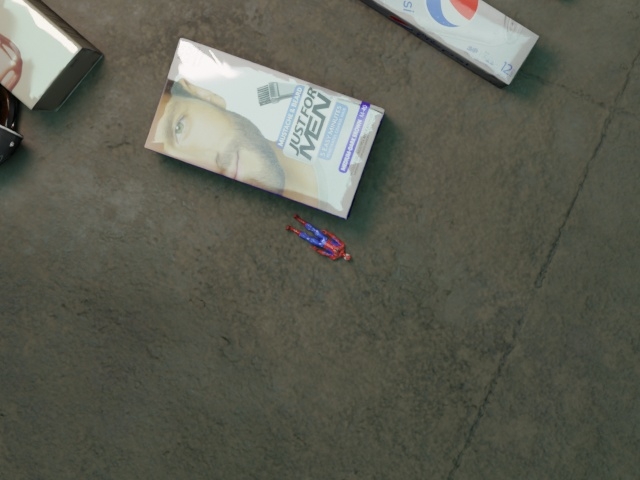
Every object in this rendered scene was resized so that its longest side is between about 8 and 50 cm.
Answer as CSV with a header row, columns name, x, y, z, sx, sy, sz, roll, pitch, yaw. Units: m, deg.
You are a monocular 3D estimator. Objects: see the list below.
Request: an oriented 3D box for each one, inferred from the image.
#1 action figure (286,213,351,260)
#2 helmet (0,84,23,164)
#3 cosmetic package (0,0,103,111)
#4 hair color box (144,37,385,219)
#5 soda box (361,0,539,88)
name,x,y,z,sx,sy,sz,roll,pitch,yaw
action figure,0.000,0.000,1.822,0.115,0.030,0.038,31,89,-3
helmet,-0.552,-0.186,1.754,0.169,0.169,0.162,-7,78,2
cosmetic package,-0.504,-0.343,1.747,0.296,0.153,0.129,40,95,0
hair color box,-0.086,-0.176,1.772,0.338,0.110,0.185,19,95,1
soda box,0.194,-0.352,1.757,0.286,0.098,0.091,32,94,-1
